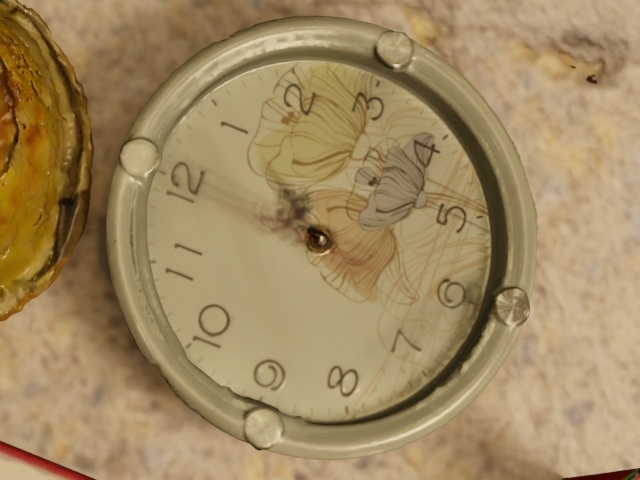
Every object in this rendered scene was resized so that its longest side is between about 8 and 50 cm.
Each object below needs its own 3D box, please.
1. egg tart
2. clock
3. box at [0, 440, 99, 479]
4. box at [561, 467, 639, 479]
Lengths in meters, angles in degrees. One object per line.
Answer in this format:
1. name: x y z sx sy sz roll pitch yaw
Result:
1. egg tart: -0.210 -0.052 0.949 0.212 0.090 0.213 4 76 -16
2. clock: 0.000 0.000 1.010 0.236 0.053 0.236 2 83 -14
3. box: -0.225 0.213 0.782 0.314 0.312 0.300 23 77 -9
4. box: 0.185 0.203 0.996 0.048 0.112 0.175 -39 90 -17
